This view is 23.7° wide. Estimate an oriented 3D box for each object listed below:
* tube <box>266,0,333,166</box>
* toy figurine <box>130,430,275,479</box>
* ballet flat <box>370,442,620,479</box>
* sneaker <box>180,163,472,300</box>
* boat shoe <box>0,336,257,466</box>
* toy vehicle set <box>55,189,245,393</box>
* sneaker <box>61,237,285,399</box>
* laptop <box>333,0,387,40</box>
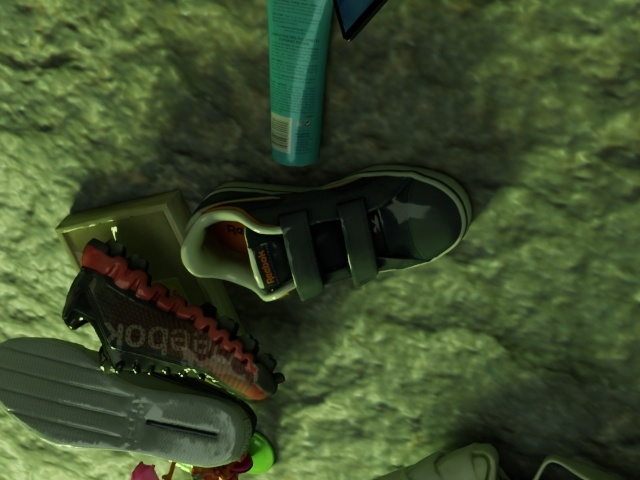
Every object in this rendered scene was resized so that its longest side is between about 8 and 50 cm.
[{"bbox_3d":[-0.024,-0.181,1.596,0.080,0.052,0.207,9,119,12],"label":"tube"},{"bbox_3d":[-0.164,0.294,1.887,0.173,0.159,0.130,14,125,14],"label":"toy figurine"},{"bbox_3d":[0.225,0.300,1.759,0.400,0.139,0.139,10,124,12],"label":"ballet flat"},{"bbox_3d":[0.000,0.000,1.651,0.321,0.127,0.126,-4,117,24],"label":"sneaker"},{"bbox_3d":[-0.237,0.201,1.833,0.335,0.119,0.121,17,91,11],"label":"boat shoe"},{"bbox_3d":[-0.192,0.075,1.836,0.166,0.035,0.266,-10,116,28],"label":"toy vehicle set"},{"bbox_3d":[-0.177,0.117,1.742,0.276,0.097,0.135,33,85,3],"label":"sneaker"},{"bbox_3d":[0.012,-0.366,1.403,0.264,0.136,0.234,41,127,-5],"label":"laptop"}]
